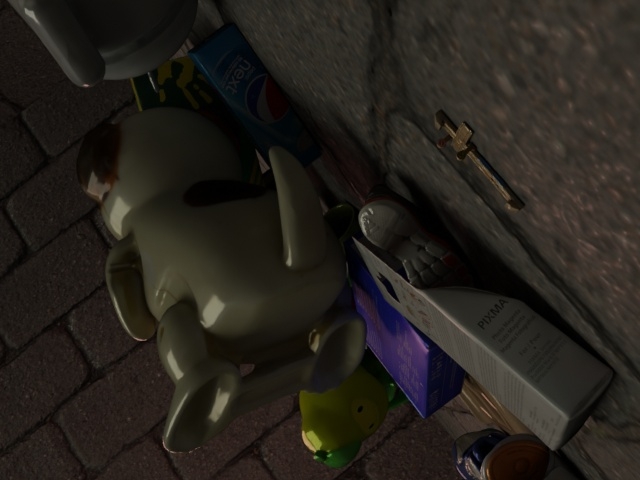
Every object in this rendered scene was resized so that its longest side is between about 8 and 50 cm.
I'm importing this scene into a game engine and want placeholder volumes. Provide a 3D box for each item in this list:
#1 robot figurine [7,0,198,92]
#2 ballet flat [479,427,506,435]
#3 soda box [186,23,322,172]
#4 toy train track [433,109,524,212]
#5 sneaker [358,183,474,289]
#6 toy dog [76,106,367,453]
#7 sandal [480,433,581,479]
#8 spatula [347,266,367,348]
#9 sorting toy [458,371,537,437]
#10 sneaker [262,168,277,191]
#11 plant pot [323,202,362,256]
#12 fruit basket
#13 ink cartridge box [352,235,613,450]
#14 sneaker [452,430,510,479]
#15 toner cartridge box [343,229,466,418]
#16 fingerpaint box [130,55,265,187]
[{"bbox_3d":[-0.265,-0.321,0.788,0.353,0.199,0.300,59,-148,-60],"label":"robot figurine"},{"bbox_3d":[0.378,0.450,1.319,0.247,0.083,0.087,52,-160,0],"label":"ballet flat"},{"bbox_3d":[-0.087,-0.183,0.947,0.210,0.067,0.071,53,175,-23],"label":"soda box"},{"bbox_3d":[0.099,-0.049,0.458,0.083,0.014,0.048,51,176,10],"label":"toy train track"},{"bbox_3d":[0.101,0.000,0.695,0.158,0.061,0.065,47,-150,-26],"label":"sneaker"},{"bbox_3d":[-0.160,-0.003,0.905,0.408,0.284,0.396,50,151,33],"label":"toy dog"},{"bbox_3d":[0.330,0.363,0.941,0.265,0.102,0.076,44,176,-12],"label":"sandal"},{"bbox_3d":[0.086,0.111,1.195,0.168,0.019,0.242,37,143,27],"label":"spatula"},{"bbox_3d":[0.234,0.210,1.068,0.193,0.038,0.208,52,171,2],"label":"sorting toy"},{"bbox_3d":[-0.065,-0.055,1.467,0.131,0.112,0.319,54,177,10],"label":"sneaker"},{"bbox_3d":[0.044,-0.001,1.076,0.079,0.083,0.083,40,-177,-32],"label":"plant pot"},{"bbox_3d":[0.074,0.258,1.418,0.392,0.282,0.392,58,-172,-14],"label":"fruit basket"},{"bbox_3d":[0.144,0.083,0.643,0.232,0.066,0.189,46,174,27],"label":"ink cartridge box"},{"bbox_3d":[0.284,0.346,1.124,0.131,0.112,0.296,46,167,-12],"label":"sneaker"},{"bbox_3d":[0.119,0.116,0.937,0.165,0.075,0.348,53,170,25],"label":"toner cartridge box"},{"bbox_3d":[-0.217,-0.147,1.286,0.445,0.163,0.372,-141,35,-71],"label":"fingerpaint box"}]
